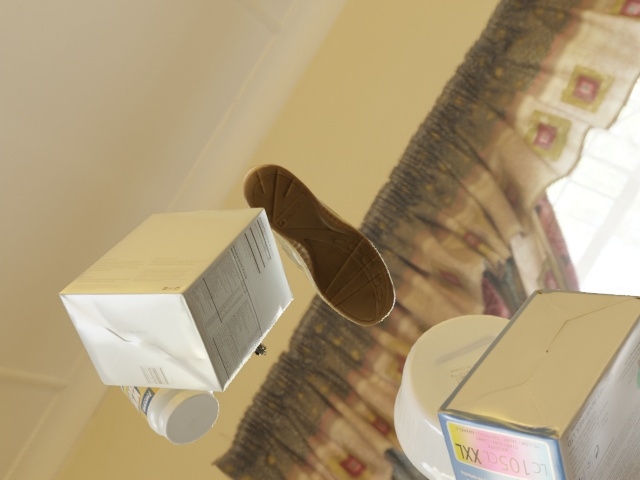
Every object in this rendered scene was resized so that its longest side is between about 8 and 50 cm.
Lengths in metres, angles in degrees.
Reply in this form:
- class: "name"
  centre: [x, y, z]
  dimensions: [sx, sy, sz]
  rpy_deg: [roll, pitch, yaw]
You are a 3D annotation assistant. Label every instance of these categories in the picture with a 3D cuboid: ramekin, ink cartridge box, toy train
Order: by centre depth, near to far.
- class: "ink cartridge box"
  centre: [0.307, 0.296, 0.940]
  dimensions: [0.270, 0.151, 0.395]
  rpy_deg: [-38, -61, -39]
- class: "ramekin"
  centre: [0.256, 0.250, 1.229]
  dimensions: [0.277, 0.277, 0.135]
  rpy_deg: [-36, -37, -27]
- class: "toy train"
  centre: [-0.194, 0.224, 1.813]
  dimensions: [0.027, 0.158, 0.036]
  rpy_deg: [-58, 0, 12]

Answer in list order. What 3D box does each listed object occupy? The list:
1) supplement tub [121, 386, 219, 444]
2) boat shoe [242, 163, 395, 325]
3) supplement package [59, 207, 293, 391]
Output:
- class: "supplement tub"
  centre: [-0.314, 0.315, 1.603]
  dimensions: [0.144, 0.200, 0.144]
  rpy_deg: [-21, -53, -31]
- class: "boat shoe"
  centre: [0.000, 0.000, 1.306]
  dimensions: [0.122, 0.110, 0.341]
  rpy_deg: [-40, -75, -2]
- class: "supplement package"
  centre: [-0.177, 0.072, 1.000]
  dimensions: [0.203, 0.194, 0.149]
  rpy_deg: [-52, -48, -50]
